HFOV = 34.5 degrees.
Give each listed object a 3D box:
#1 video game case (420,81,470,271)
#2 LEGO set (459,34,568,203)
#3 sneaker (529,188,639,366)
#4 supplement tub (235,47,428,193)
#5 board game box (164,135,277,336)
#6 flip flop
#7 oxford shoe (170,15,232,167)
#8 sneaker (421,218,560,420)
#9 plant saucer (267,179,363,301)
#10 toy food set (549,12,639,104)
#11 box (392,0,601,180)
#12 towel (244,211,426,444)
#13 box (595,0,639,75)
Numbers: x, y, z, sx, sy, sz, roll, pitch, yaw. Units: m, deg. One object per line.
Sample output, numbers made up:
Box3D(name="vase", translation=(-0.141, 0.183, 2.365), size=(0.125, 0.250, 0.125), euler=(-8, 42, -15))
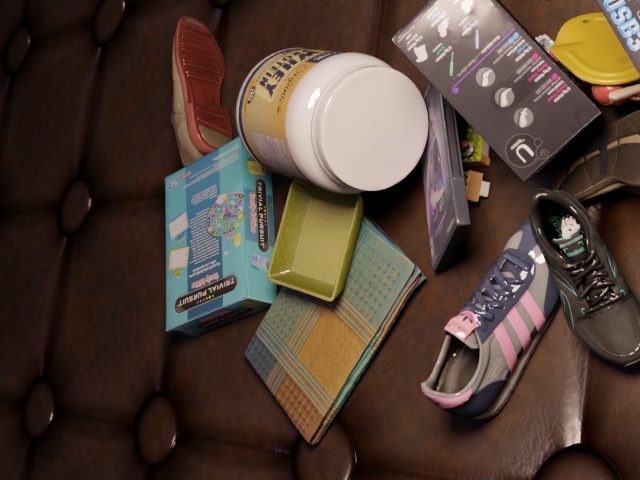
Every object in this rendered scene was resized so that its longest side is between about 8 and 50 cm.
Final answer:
Box3D(name="video game case", translation=(0.187, -0.113, 1.607), size=(0.196, 0.026, 0.274), euler=(101, 165, -67))
Box3D(name="LEGO set", translation=(0.252, -0.202, 1.590), size=(0.287, 0.107, 0.132), euler=(-57, 44, 17))
Box3D(name="sneaker", translation=(0.347, 0.047, 1.374), size=(0.101, 0.106, 0.267), euler=(-31, 69, 12))
Box3D(name="supplement tub", translation=(0.015, -0.201, 1.718), size=(0.316, 0.228, 0.228), euler=(23, 95, 60))
Box3D(name="board game box", translation=(-0.202, -0.005, 2.038), size=(0.253, 0.079, 0.336), euler=(-23, 62, 41))
Box3D(name="flip flop", translation=(0.424, -0.104, 1.403), size=(0.277, 0.080, 0.112), euler=(-21, 59, 59))
Box3D(name="oxford shoe", translation=(-0.281, -0.316, 2.196), size=(0.130, 0.123, 0.348), euler=(-34, 54, 42))
Box3D(name="sneaker", translation=(0.249, 0.108, 1.476), size=(0.112, 0.131, 0.319), euler=(26, 97, 48))
Box3D(name="plant saucer", translation=(0.000, 0.000, 1.784), size=(0.188, 0.045, 0.188), euler=(15, 90, 49))
Box3D(name="toy food set", translation=(0.410, -0.238, 1.445), size=(0.128, 0.071, 0.218), euler=(-23, 41, -5))
Box3D(name="box", translation=(0.250, -0.232, 1.452), size=(0.143, 0.165, 0.270), euler=(-44, 87, 17))
Box3D(name="towel", translation=(0.015, 0.130, 1.795), size=(0.370, 0.040, 0.271), euler=(-60, 42, 17))
Box3D(name="box", translation=(0.448, -0.238, 1.250), size=(0.073, 0.293, 0.296), euler=(-41, 50, 30))
